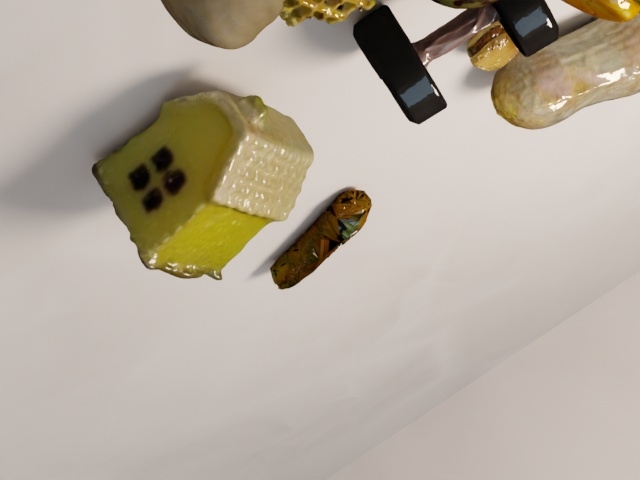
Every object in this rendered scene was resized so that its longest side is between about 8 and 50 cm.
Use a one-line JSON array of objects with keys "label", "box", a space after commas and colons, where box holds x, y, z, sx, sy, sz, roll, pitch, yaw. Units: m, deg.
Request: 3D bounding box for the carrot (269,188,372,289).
[{"label": "carrot", "box": [0.000, -0.001, 2.128, 0.069, 0.069, 0.229, -4, 148, -47]}]

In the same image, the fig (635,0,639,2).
[{"label": "fig", "box": [0.383, -0.387, 1.334, 0.343, 0.343, 0.343, -25, 158, -10]}]

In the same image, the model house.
[{"label": "model house", "box": [-0.125, -0.079, 1.632, 0.234, 0.174, 0.193, -34, 158, 21]}]

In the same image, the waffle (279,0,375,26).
[{"label": "waffle", "box": [0.013, -0.303, 1.476, 0.161, 0.046, 0.192, -23, 158, -7]}]

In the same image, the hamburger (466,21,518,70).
[{"label": "hamburger", "box": [0.242, -0.272, 1.828, 0.076, 0.044, 0.083, -37, 155, 24]}]

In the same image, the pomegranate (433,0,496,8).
[{"label": "pomegranate", "box": [0.169, -0.343, 1.463, 0.149, 0.148, 0.169, -18, 144, -25]}]

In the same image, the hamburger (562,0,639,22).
[{"label": "hamburger", "box": [0.335, -0.328, 1.580, 0.164, 0.189, 0.093, 22, 93, -31]}]

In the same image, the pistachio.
[{"label": "pistachio", "box": [-0.098, -0.282, 1.268, 0.153, 0.137, 0.238, 10, 151, -3]}]

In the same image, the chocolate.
[{"label": "chocolate", "box": [0.395, -0.255, 1.939, 0.309, 0.134, 0.134, -22, 158, -15]}]

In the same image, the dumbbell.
[{"label": "dumbbell", "box": [0.166, -0.259, 1.619, 0.218, 0.152, 0.152, -32, 159, 8]}]
